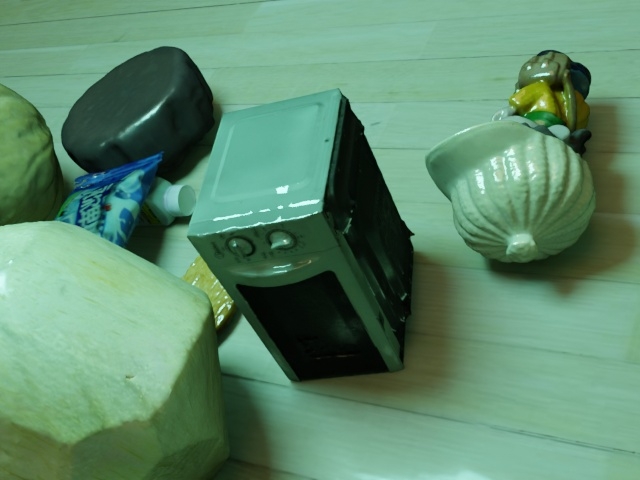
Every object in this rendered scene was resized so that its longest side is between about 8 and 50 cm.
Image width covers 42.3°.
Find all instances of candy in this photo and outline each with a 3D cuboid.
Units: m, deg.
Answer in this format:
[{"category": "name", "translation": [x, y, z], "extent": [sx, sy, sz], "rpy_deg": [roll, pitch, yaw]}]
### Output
[{"category": "candy", "translation": [-0.344, -0.022, 1.265], "extent": [0.187, 0.077, 0.331], "rpy_deg": [-14, 35, 17]}]

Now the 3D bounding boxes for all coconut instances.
[{"category": "coconut", "translation": [-0.286, 0.173, 0.950], "extent": [0.415, 0.415, 0.345], "rpy_deg": [34, 91, 44]}]

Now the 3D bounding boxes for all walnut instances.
[{"category": "walnut", "translation": [-0.623, -0.100, 1.416], "extent": [0.381, 0.381, 0.381], "rpy_deg": [-15, 44, 15]}]

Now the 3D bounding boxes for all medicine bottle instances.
[{"category": "medicine bottle", "translation": [-0.269, -0.064, 1.375], "extent": [0.118, 0.074, 0.055], "rpy_deg": [-1, 49, 26]}]

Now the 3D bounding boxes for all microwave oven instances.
[{"category": "microwave oven", "translation": [0.000, 0.000, 1.011], "extent": [0.181, 0.295, 0.237], "rpy_deg": [-9, 46, 21]}]

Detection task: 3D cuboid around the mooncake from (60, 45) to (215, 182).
[{"category": "mooncake", "translation": [-0.323, -0.215, 1.498], "extent": [0.283, 0.141, 0.283], "rpy_deg": [-21, 39, 18]}]

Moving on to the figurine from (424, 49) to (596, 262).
[{"category": "figurine", "translation": [0.285, -0.109, 1.073], "extent": [0.204, 0.185, 0.332], "rpy_deg": [38, 51, 15]}]

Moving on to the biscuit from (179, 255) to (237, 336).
[{"category": "biscuit", "translation": [-0.185, 0.101, 1.204], "extent": [0.144, 0.033, 0.224], "rpy_deg": [15, 59, 36]}]
